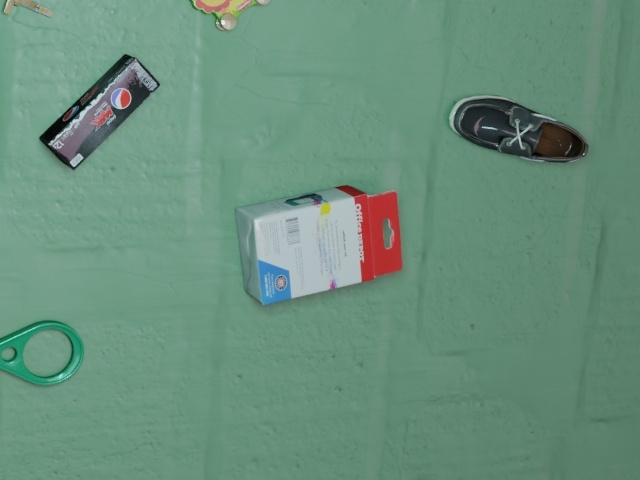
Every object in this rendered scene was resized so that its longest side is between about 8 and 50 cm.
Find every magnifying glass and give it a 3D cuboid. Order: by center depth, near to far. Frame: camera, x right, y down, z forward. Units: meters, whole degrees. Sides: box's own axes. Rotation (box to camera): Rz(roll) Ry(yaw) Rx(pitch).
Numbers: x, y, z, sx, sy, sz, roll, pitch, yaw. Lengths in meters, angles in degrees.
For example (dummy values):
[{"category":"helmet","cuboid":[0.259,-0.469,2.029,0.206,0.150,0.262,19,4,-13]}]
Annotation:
[{"category":"magnifying glass","cuboid":[-0.441,0.156,1.972,0.231,0.026,0.092,1,103,-27]}]

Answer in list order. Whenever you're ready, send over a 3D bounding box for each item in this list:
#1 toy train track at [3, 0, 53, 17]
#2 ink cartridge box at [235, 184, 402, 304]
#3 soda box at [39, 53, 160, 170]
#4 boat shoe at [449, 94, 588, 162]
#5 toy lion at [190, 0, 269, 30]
[{"category":"toy train track","cuboid":[-0.392,-0.314,1.880,0.083,0.014,0.048,21,86,-33]},{"category":"ink cartridge box","cuboid":[0.000,0.000,2.105,0.231,0.078,0.134,-12,108,-22]},{"category":"soda box","cuboid":[-0.299,-0.175,1.931,0.169,0.060,0.053,-45,116,-8]},{"category":"boat shoe","cuboid":[0.308,-0.171,2.207,0.233,0.079,0.084,14,99,-26]},{"category":"toy lion","cuboid":[-0.133,-0.348,1.984,0.100,0.034,0.096,-38,108,-12]}]
